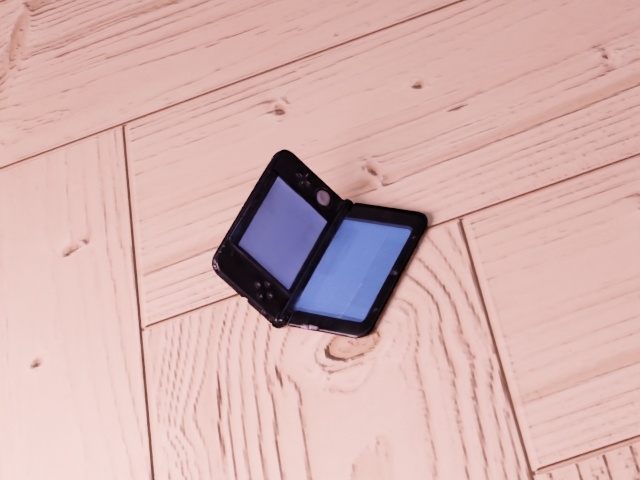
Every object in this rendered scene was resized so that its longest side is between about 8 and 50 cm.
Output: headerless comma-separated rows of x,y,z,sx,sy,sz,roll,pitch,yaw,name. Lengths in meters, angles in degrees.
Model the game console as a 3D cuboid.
0.000,0.000,1.410,0.071,0.107,0.122,-23,30,49,game console
